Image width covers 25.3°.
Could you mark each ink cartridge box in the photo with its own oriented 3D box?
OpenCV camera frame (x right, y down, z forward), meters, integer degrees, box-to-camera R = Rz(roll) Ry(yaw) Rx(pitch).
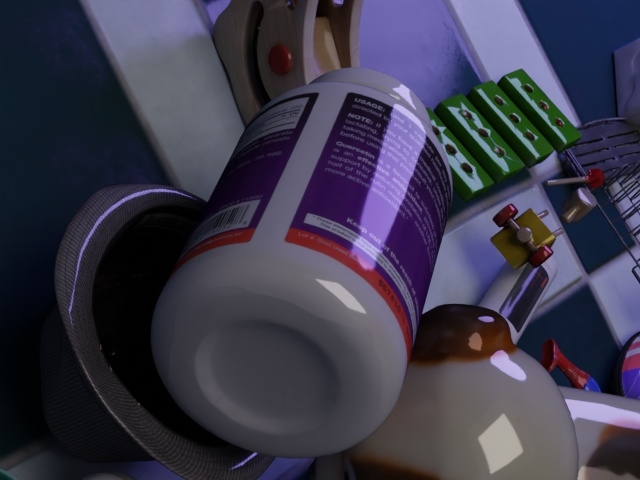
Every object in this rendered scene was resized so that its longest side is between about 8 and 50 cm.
[{"bbox_3d":[0.461,-0.179,1.837,0.181,0.061,0.104,22,58,-34],"label":"ink cartridge box"}]

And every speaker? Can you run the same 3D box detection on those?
[{"bbox_3d":[0.200,0.062,1.492,0.055,0.055,0.136,51,45,-12],"label":"speaker"}]

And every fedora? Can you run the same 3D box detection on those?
[{"bbox_3d":[-0.137,0.087,1.117,0.244,0.124,0.275,44,35,-22],"label":"fedora"}]

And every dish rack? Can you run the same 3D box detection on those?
[{"bbox_3d":[0.411,-0.041,1.690,0.208,0.074,0.271,-14,66,-46],"label":"dish rack"}]

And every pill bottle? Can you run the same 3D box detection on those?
[{"bbox_3d":[0.000,0.000,1.088,0.181,0.181,0.323,45,35,-17],"label":"pill bottle"}]

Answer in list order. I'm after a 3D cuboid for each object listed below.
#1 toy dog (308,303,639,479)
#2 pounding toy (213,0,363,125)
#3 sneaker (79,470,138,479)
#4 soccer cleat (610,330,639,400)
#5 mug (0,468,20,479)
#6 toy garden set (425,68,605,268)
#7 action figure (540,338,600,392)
[{"bbox_3d":[0.172,0.224,1.167,0.408,0.395,0.284,28,65,-39],"label":"toy dog"},{"bbox_3d":[0.006,-0.196,1.363,0.155,0.154,0.269,-13,80,-45],"label":"pounding toy"},{"bbox_3d":[-0.086,0.256,1.119,0.290,0.106,0.123,49,36,-25],"label":"sneaker"},{"bbox_3d":[0.448,0.128,1.642,0.318,0.116,0.108,-21,86,-46],"label":"soccer cleat"},{"bbox_3d":[-0.258,0.219,0.962,0.158,0.097,0.129,37,51,21],"label":"mug"},{"bbox_3d":[0.212,-0.074,1.549,0.204,0.049,0.244,50,40,12],"label":"toy garden set"},{"bbox_3d":[0.298,0.242,1.473,0.280,0.091,0.139,40,42,-20],"label":"action figure"}]
